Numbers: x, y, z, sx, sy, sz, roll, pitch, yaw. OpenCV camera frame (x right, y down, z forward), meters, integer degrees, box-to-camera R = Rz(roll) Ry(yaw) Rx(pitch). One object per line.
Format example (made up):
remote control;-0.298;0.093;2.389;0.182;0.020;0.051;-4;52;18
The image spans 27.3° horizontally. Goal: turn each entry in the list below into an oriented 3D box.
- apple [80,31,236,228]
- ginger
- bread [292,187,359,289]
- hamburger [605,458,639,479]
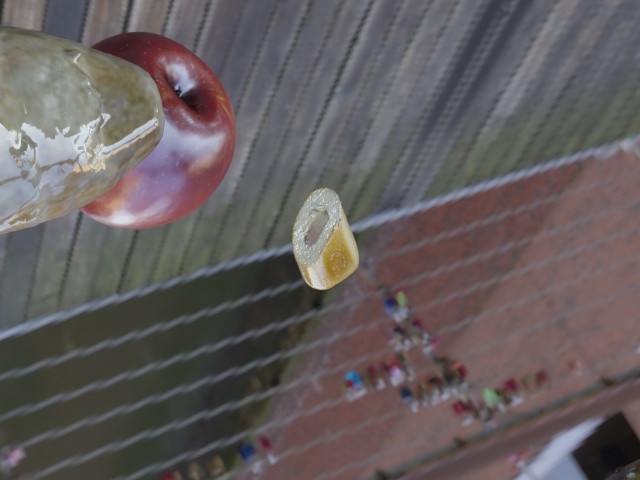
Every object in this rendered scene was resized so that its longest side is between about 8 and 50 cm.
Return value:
apple;-0.205;-0.122;1.487;0.201;0.218;0.218;-44;152;27
ginger;-0.248;-0.073;0.991;0.244;0.155;0.304;-22;180;-13
bread;-0.001;0.000;1.267;0.062;0.049;0.103;-35;142;-11
hamburger;0.392;0.320;1.322;0.318;0.195;0.277;1;148;-31
